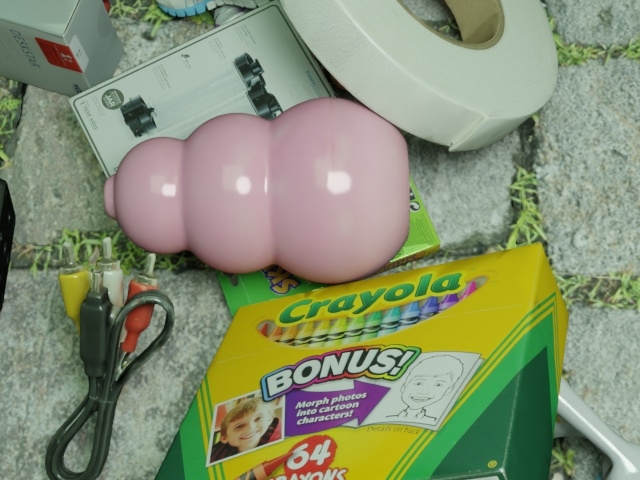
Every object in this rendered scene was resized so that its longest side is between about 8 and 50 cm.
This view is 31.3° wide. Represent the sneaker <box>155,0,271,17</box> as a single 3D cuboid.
[{"bbox_3d":[-0.139,-0.337,1.446,0.191,0.083,0.071,-2,53,29],"label":"sneaker"}]

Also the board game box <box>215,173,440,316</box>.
[{"bbox_3d":[0.000,0.000,1.365,0.260,0.039,0.124,-19,69,-7],"label":"board game box"}]

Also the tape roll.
[{"bbox_3d":[0.112,-0.283,1.319,0.392,0.072,0.392,23,47,-27],"label":"tape roll"}]

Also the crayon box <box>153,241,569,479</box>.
[{"bbox_3d":[0.043,0.163,1.115,0.363,0.106,0.313,-13,31,25],"label":"crayon box"}]

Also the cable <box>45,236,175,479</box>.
[{"bbox_3d":[-0.229,0.143,1.263,0.140,0.072,0.287,9,108,6],"label":"cable"}]

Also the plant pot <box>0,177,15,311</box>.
[{"bbox_3d":[-0.449,0.002,1.324,0.167,0.188,0.187,6,70,-8],"label":"plant pot"}]

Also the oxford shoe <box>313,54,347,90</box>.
[{"bbox_3d":[0.003,-0.356,1.471,0.133,0.130,0.363,-11,73,33],"label":"oxford shoe"}]

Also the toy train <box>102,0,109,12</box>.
[{"bbox_3d":[-0.257,-0.408,1.503,0.248,0.105,0.143,-33,58,-9],"label":"toy train"}]

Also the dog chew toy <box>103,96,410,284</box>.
[{"bbox_3d":[-0.070,-0.051,1.259,0.332,0.206,0.206,-2,70,1],"label":"dog chew toy"}]

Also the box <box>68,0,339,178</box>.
[{"bbox_3d":[-0.137,-0.154,1.401,0.290,0.087,0.169,-28,71,-6],"label":"box"}]

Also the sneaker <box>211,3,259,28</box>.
[{"bbox_3d":[-0.094,-0.299,1.478,0.098,0.038,0.069,-17,71,-3],"label":"sneaker"}]

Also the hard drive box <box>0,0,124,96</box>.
[{"bbox_3d":[-0.380,-0.273,1.411,0.232,0.181,0.089,16,72,10],"label":"hard drive box"}]

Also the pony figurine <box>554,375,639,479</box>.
[{"bbox_3d":[0.314,0.292,1.114,0.364,0.302,0.351,25,45,4],"label":"pony figurine"}]
